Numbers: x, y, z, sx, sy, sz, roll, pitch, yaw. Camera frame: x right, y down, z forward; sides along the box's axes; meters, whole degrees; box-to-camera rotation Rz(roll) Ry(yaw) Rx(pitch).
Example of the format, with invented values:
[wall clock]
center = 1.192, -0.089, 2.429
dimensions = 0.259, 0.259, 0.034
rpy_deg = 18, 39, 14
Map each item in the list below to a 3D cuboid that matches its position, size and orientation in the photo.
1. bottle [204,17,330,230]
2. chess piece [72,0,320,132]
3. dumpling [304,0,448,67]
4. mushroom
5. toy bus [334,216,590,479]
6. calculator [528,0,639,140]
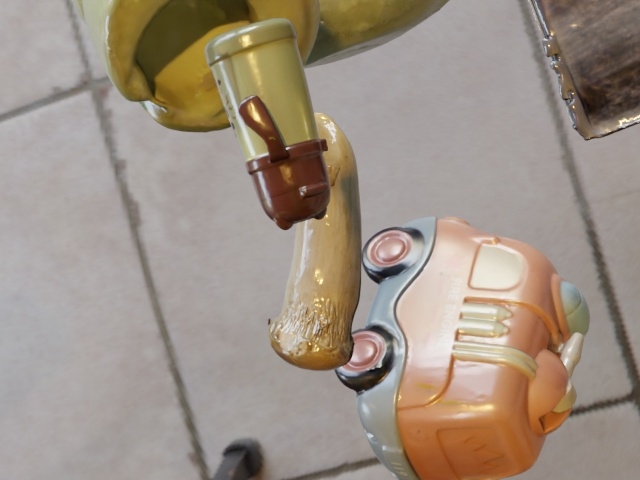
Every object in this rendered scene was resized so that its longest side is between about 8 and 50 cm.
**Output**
[bottle]
center = -0.024, -0.056, 0.678
dimensions = 0.047, 0.063, 0.101
rpy_deg = -15, 92, 32
[chess piece]
center = -0.160, -0.284, 1.132
dimensions = 0.234, 0.234, 0.442
rpy_deg = -47, 44, 15
[dumpling]
center = 0.037, -0.303, 1.502
dimensions = 0.320, 0.270, 0.212
rpy_deg = -35, 62, -27
[mushroom]
center = 0.000, 0.000, 1.099
dimensions = 0.071, 0.084, 0.209
rpy_deg = 2, 83, 12
[toy bus]
center = 0.156, 0.114, 1.417
dimensions = 0.232, 0.288, 0.194
rpy_deg = -2, 138, 28
[calculator]
center = 0.243, -0.174, 0.770
dimensions = 0.261, 0.021, 0.161
rpy_deg = -20, 94, 10
